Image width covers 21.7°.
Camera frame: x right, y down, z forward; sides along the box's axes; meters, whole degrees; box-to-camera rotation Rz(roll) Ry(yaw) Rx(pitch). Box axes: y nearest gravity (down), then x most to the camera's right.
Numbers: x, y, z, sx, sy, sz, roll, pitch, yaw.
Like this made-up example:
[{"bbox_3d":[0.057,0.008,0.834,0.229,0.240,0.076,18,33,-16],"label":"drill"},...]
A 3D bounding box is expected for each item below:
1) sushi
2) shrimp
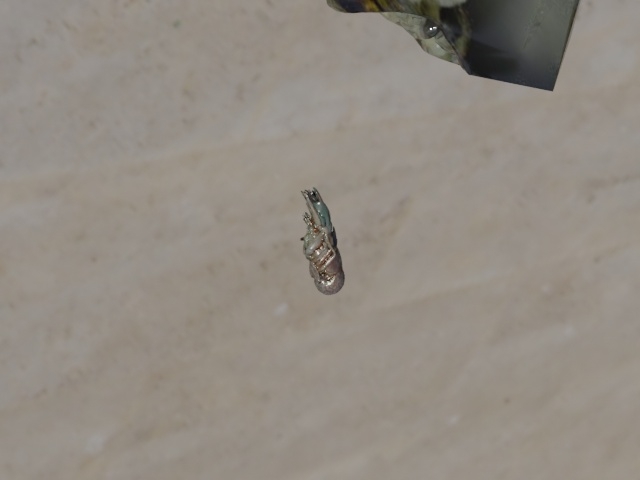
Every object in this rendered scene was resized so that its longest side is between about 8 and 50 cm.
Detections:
[{"bbox_3d":[0.026,-0.187,0.973,0.273,0.109,0.134,12,101,-29],"label":"sushi"},{"bbox_3d":[-0.001,-0.003,1.312,0.029,0.038,0.092,-11,114,-9],"label":"shrimp"}]
